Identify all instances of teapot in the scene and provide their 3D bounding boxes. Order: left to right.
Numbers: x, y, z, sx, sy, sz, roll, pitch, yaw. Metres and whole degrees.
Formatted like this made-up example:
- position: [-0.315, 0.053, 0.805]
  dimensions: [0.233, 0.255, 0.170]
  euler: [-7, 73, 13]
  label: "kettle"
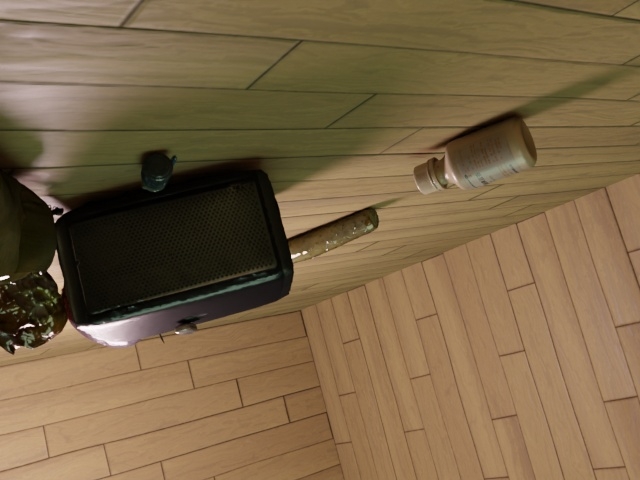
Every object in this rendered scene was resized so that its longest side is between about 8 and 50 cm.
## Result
- position: [-0.269, -0.119, 1.322]
  dimensions: [0.049, 0.063, 0.083]
  euler: [21, 163, -13]
  label: "teapot"

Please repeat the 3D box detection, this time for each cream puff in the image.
- position: [-0.619, 0.109, 1.555]
  dimensions: [0.269, 0.155, 0.241]
  euler: [33, 144, -16]
  label: "cream puff"

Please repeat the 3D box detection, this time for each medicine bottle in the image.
- position: [0.319, -0.168, 1.691]
  dimensions: [0.252, 0.114, 0.114]
  euler: [-19, 169, 28]
  label: "medicine bottle"

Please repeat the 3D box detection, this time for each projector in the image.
- position: [-0.271, 0.036, 1.592]
  dimensions: [0.405, 0.242, 0.395]
  euler: [-14, 169, -6]
  label: "projector"

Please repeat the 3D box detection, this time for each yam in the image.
- position: [0.000, 0.000, 2.266]
  dimensions: [0.371, 0.083, 0.083]
  euler: [-22, 168, 33]
  label: "yam"

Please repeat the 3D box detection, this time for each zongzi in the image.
- position: [-0.432, -0.041, 1.136]
  dimensions: [0.418, 0.181, 0.447]
  euler: [-21, 171, 29]
  label: "zongzi"

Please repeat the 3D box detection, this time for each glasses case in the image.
- position: [-0.270, 0.178, 1.616]
  dimensions: [0.032, 0.021, 0.083]
  euler: [-18, 171, 0]
  label: "glasses case"

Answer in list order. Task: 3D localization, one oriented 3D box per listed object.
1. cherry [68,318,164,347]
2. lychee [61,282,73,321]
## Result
- position: [-0.536, 0.180, 2.099]
  dimensions: [0.266, 0.183, 0.213]
  euler: [16, -160, -24]
  label: "cherry"
- position: [-0.525, 0.130, 1.916]
  dimensions: [0.194, 0.194, 0.194]
  euler: [-14, 170, -3]
  label: "lychee"
